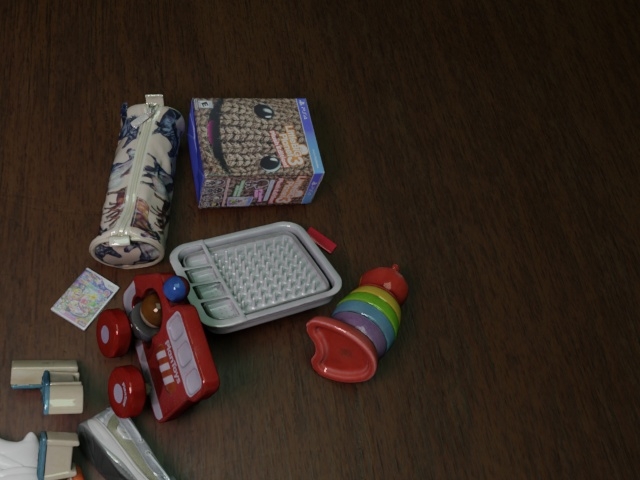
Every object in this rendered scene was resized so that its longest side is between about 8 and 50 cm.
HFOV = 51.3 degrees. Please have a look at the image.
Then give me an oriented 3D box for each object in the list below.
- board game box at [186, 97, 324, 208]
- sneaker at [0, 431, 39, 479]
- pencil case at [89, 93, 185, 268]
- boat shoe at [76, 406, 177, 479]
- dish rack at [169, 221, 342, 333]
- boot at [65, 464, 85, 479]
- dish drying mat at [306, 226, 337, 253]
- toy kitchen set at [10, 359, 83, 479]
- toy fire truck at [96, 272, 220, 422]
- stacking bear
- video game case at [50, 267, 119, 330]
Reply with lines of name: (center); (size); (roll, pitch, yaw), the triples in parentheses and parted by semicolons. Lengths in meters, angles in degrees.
board game box: (-0.165, -0.217, 1.639); (0.290, 0.141, 0.232); (-4, 63, -20)
sneaker: (-0.648, 0.414, 1.194); (0.297, 0.111, 0.129); (7, 45, -31)
pencil case: (-0.413, -0.129, 1.527); (0.159, 0.184, 0.411); (0, 60, 4)
boat shoe: (-0.327, 0.446, 1.262); (0.320, 0.118, 0.103); (40, 40, 17)
dish rack: (-0.147, 0.087, 1.502); (0.332, 0.072, 0.285); (-15, 42, -23)
boot: (-0.426, 0.487, 1.245); (0.084, 0.059, 0.158); (-16, 75, -27)
dish drying mat: (0.000, 0.000, 1.673); (0.083, 0.008, 0.032); (35, 58, 5)
toy kitchen set: (-0.523, 0.333, 1.255); (0.122, 0.207, 0.166); (5, 95, -24)
toy fire truck: (-0.303, 0.195, 1.304); (0.169, 0.254, 0.302); (1, 58, -42)
stacking bear: (0.110, 0.168, 1.523); (0.164, 0.176, 0.289); (12, 40, 24)
video game case: (-0.512, 0.127, 1.452); (0.087, 0.011, 0.122); (31, 57, 3)
